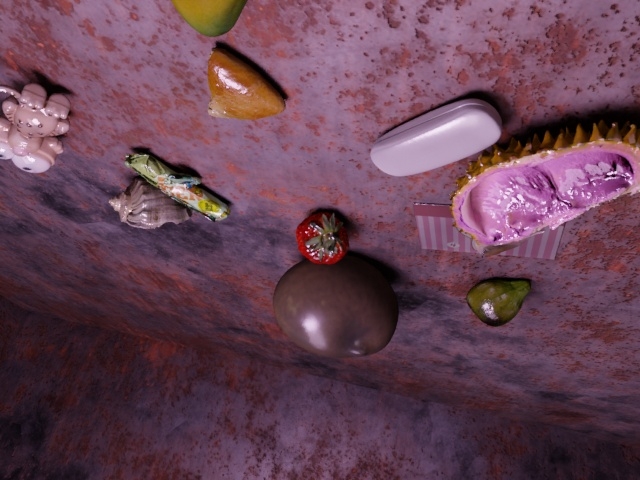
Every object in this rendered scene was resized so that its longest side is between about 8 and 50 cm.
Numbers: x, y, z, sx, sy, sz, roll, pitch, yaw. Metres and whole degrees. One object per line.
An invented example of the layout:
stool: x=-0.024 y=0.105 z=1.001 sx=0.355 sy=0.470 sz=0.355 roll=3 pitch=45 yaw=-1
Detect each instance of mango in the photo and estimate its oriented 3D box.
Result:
mango: x=-0.140 y=-0.350 z=0.610 sx=0.137 sy=0.091 sz=0.237 roll=32 pitch=150 yaw=-18

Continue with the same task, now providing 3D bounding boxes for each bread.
bread: x=-0.126 y=-0.245 z=0.851 sx=0.136 sy=0.054 sz=0.154 roll=15 pitch=156 yaw=-6

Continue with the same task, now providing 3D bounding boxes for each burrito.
burrito: x=-0.319 y=-0.127 z=1.176 sx=0.288 sy=0.054 sz=0.104 roll=34 pitch=148 yaw=-33

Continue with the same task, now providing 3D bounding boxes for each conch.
conch: x=-0.410 y=-0.078 z=1.228 sx=0.207 sy=0.155 sz=0.130 roll=8 pitch=140 yaw=-28

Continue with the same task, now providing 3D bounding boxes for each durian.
durian: x=0.349 y=-0.111 z=0.807 sx=0.191 sy=0.112 sz=0.341 roll=38 pitch=138 yaw=-22

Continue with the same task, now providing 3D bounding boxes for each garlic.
garlic: x=0.370 y=-0.013 z=1.022 sx=0.084 sy=0.066 sz=0.152 roll=-7 pitch=163 yaw=-18

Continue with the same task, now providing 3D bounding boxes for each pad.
pad: x=0.359 y=-0.018 z=1.085 sx=0.300 sy=0.005 sz=0.202 roll=5 pitch=152 yaw=19

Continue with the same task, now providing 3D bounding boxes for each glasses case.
glasses case: x=0.185 y=-0.165 z=0.830 sx=0.092 sy=0.059 sz=0.233 roll=34 pitch=149 yaw=-30

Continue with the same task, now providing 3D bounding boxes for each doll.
doll: x=-0.618 y=-0.239 z=1.052 sx=0.154 sy=0.119 sz=0.278 roll=16 pitch=154 yaw=-29

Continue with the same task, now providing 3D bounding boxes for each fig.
fig: x=0.453 y=0.141 z=1.258 sx=0.123 sy=0.123 sz=0.156 roll=33 pitch=110 yaw=-32

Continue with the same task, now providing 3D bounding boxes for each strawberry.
strawberry: x=0.006 y=-0.003 z=1.191 sx=0.131 sy=0.131 sz=0.148 roll=13 pitch=-177 yaw=4

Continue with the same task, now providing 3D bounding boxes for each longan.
longan: x=0.047 y=0.174 z=1.339 sx=0.350 sy=0.288 sz=0.288 roll=13 pitch=155 yaw=-14
